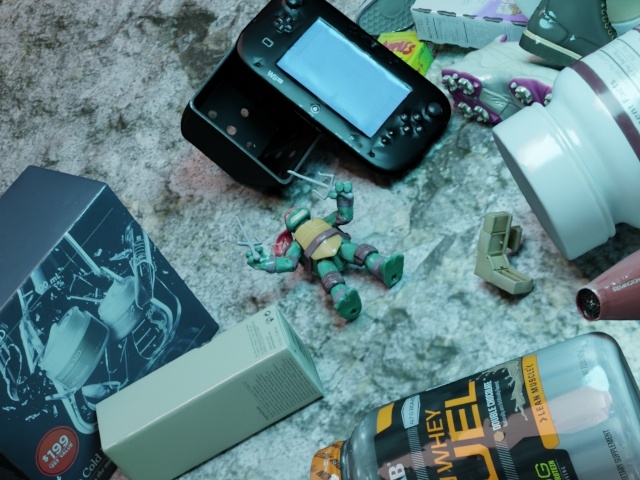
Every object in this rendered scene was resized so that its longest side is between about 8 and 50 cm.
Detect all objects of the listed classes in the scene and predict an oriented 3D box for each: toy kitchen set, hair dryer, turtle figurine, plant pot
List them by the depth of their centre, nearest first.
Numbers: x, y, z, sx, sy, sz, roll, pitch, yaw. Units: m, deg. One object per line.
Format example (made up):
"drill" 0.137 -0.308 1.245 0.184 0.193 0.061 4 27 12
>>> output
"hair dryer" 0.394 0.087 1.310 0.080 0.294 0.223 118 168 -45
"toy kitchen set" 0.248 0.013 1.633 0.068 0.083 0.075 -6 24 -36
"turtle figurine" 0.000 0.000 1.775 0.175 0.118 0.234 -50 55 3
"plant pot" -0.109 -0.191 1.983 0.187 0.188 0.167 -56 15 -25

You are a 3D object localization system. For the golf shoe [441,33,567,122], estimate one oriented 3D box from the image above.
"golf shoe" 0.308 -0.219 1.793 0.140 0.115 0.306 -43 42 -20

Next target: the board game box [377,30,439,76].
"board game box" 0.104 -0.247 2.012 0.092 0.043 0.181 3 52 37

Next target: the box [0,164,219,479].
"box" -0.358 0.135 1.728 0.179 0.312 0.343 13 58 42

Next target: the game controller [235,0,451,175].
"game controller" 0.032 -0.232 1.890 0.319 0.067 0.166 38 62 6

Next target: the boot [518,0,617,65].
"boot" 0.381 -0.289 1.723 0.077 0.198 0.137 -98 25 -66

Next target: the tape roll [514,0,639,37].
"tape roll" 0.396 -0.379 1.756 0.286 0.286 0.100 3 51 36

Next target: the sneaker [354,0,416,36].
"sneaker" 0.136 -0.436 2.151 0.226 0.086 0.163 -34 37 2

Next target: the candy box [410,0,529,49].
"candy box" 0.260 -0.371 1.978 0.196 0.070 0.165 13 57 26

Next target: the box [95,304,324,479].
"box" -0.143 0.205 1.669 0.275 0.113 0.094 -28 39 5

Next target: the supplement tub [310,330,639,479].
"supplement tub" 0.174 0.240 1.336 0.338 0.207 0.207 -22 40 15

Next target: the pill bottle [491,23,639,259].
"pill bottle" 0.421 -0.153 1.555 0.392 0.224 0.224 -30 39 5
